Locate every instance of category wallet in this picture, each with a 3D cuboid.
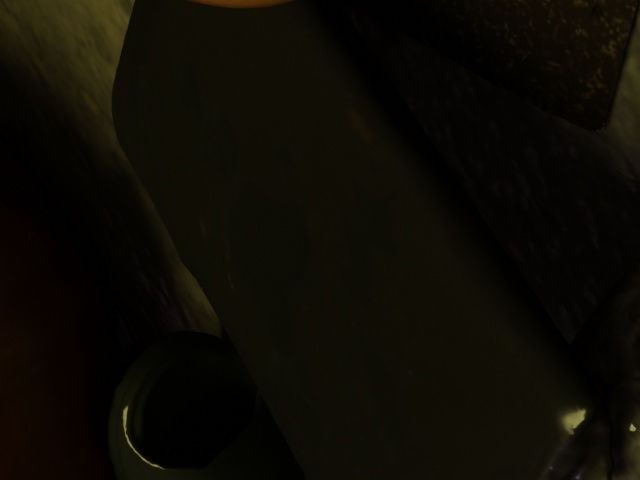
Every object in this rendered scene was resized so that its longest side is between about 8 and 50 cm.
[{"bbox_3d":[0.000,0.000,0.774,0.377,0.051,0.197,58,146,34],"label":"wallet"}]

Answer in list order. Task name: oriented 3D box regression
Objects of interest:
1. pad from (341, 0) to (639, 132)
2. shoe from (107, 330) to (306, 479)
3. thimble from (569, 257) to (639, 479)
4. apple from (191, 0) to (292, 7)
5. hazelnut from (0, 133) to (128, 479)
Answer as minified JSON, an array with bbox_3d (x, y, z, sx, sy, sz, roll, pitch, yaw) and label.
[{"bbox_3d":[0.059,-0.220,0.698,0.220,0.004,0.330,32,136,24],"label":"pad"},{"bbox_3d":[-0.039,0.157,0.999,0.093,0.108,0.241,10,130,34],"label":"shoe"},{"bbox_3d":[0.164,0.086,0.709,0.150,0.150,0.097,43,141,13],"label":"thimble"},{"bbox_3d":[-0.046,-0.217,0.638,0.241,0.242,0.242,44,142,-8],"label":"apple"},{"bbox_3d":[-0.280,0.101,1.005,0.359,0.359,0.409,11,131,40],"label":"hazelnut"}]
